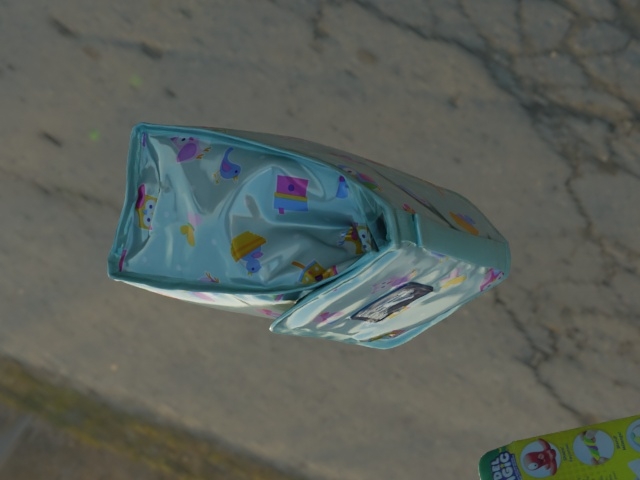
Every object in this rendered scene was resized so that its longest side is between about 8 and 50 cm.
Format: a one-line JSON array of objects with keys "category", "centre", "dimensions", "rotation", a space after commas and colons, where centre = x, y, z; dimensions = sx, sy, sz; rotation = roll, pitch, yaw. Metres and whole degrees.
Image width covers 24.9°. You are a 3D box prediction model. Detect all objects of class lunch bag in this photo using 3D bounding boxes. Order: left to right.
[{"category": "lunch bag", "centre": [0.000, 0.000, 1.170], "dimensions": [0.262, 0.160, 0.223], "rotation": [8, 176, 32]}]

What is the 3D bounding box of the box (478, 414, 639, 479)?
[{"category": "box", "centre": [0.197, 0.167, 0.921], "dimensions": [0.179, 0.105, 0.043], "rotation": [-11, 144, 0]}]
